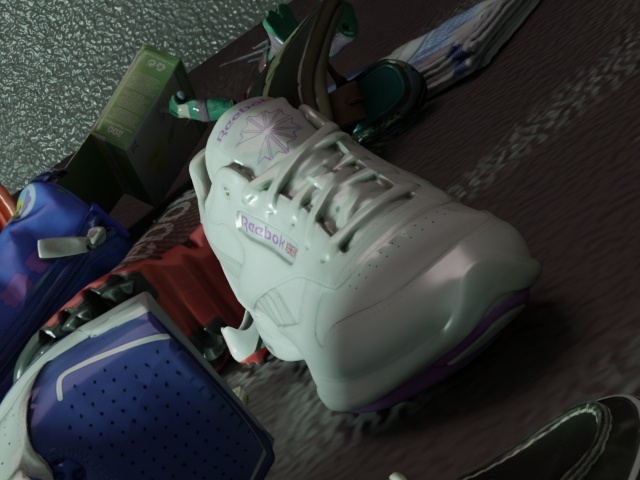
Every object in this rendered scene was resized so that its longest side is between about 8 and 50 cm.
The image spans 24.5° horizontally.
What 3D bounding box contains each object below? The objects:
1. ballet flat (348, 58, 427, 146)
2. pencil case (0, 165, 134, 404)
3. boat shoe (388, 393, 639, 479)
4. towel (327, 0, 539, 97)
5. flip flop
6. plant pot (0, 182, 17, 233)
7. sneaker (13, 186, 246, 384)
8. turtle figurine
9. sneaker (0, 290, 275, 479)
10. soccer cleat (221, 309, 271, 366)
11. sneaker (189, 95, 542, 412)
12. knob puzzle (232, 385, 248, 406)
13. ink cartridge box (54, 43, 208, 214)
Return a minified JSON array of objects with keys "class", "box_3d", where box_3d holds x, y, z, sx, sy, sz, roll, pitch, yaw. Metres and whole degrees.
[{"class":"ballet flat","box_3d":[0.017,-0.097,1.290,0.188,0.070,0.070,-26,16,30]},{"class":"pencil case","box_3d":[-0.233,0.092,1.005,0.306,0.119,0.133,-55,7,-32]},{"class":"boat shoe","box_3d":[0.033,0.112,0.462,0.219,0.070,0.078,-42,15,-25]},{"class":"towel","box_3d":[0.078,-0.164,1.405,0.285,0.034,0.209,-24,16,41]},{"class":"flip flop","box_3d":[-0.003,-0.090,1.190,0.112,0.080,0.277,-46,30,34]},{"class":"plant pot","box_3d":[-0.428,0.039,1.510,0.272,0.272,0.265,-38,5,-10]},{"class":"sneaker","box_3d":[-0.092,0.034,0.996,0.276,0.097,0.135,-38,13,-20]},{"class":"turtle figurine","box_3d":[-0.060,-0.164,1.566,0.175,0.118,0.234,-43,0,-43]},{"class":"sneaker","box_3d":[-0.149,0.180,0.607,0.315,0.127,0.182,-41,16,7]},{"class":"soccer cleat","box_3d":[-0.028,0.044,0.930,0.083,0.035,0.029,-43,15,-28]},{"class":"sneaker","box_3d":[0.000,0.000,0.764,0.114,0.152,0.305,-37,14,-16]},{"class":"knob puzzle","box_3d":[-0.133,0.157,0.811,0.213,0.030,0.213,-34,13,9]},{"class":"ink cartridge box","box_3d":[-0.216,-0.077,1.621,0.235,0.056,0.171,-61,-15,-16]}]
